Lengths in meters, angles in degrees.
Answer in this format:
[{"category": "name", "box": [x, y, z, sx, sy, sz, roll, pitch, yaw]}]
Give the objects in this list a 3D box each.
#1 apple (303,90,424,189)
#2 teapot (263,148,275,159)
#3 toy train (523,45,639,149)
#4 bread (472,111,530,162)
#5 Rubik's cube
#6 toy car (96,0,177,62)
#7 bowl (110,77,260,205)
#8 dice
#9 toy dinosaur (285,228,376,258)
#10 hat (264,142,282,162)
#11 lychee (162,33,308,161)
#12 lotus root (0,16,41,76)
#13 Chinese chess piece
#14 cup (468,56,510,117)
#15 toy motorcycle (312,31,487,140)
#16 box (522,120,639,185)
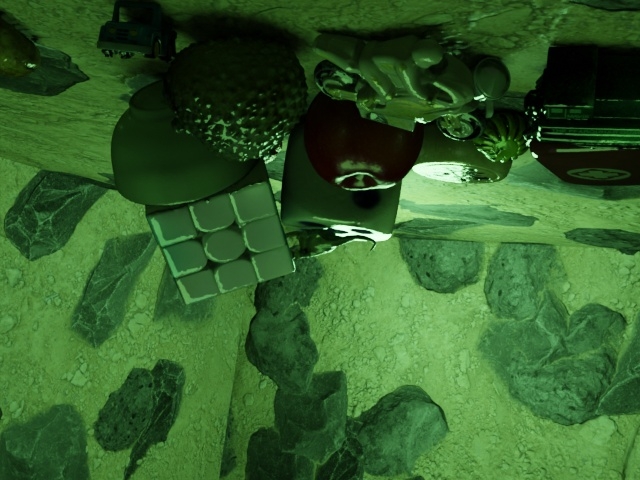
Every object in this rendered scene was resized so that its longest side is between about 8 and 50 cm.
[{"category": "apple", "box": [0.089, -0.226, 1.591, 0.260, 0.216, 0.260, 6, 170, 1]}, {"category": "teapot", "box": [-0.175, -0.291, 1.934, 0.111, 0.149, 0.108, -30, 168, -23]}, {"category": "toy train", "box": [0.520, -0.247, 1.281, 0.330, 0.138, 0.178, 4, 168, 19]}, {"category": "bread", "box": [0.409, -0.228, 1.668, 0.130, 0.071, 0.139, -15, 143, 14]}, {"category": "Rubik's cube", "box": [-0.251, -0.068, 1.820, 0.291, 0.290, 0.292, -16, -142, -4]}, {"category": "toy car", "box": [-0.326, -0.376, 1.340, 0.097, 0.100, 0.191, 7, -167, 4]}, {"category": "bowl", "box": [-0.321, -0.252, 1.677, 0.354, 0.354, 0.185, 5, 129, 22]}, {"category": "dice", "box": [0.057, -0.153, 1.991, 0.304, 0.277, 0.304, 6, 175, 1]}, {"category": "toy dinosaur", "box": [-0.012, 0.002, 1.949, 0.147, 0.076, 0.363, -10, -175, -33]}, {"category": "hat", "box": [-0.194, -0.268, 2.043, 0.112, 0.093, 0.162, 4, 173, 34]}, {"category": "lychee", "box": [-0.162, -0.277, 1.402, 0.274, 0.255, 0.255, -33, 162, 12]}, {"category": "lotus root", "box": [-0.657, -0.399, 1.496, 0.110, 0.097, 0.258, 9, 170, 13]}, {"category": "Chinese chess piece", "box": [0.349, -0.216, 1.849, 0.257, 0.104, 0.257, 8, 174, 1]}, {"category": "cup", "box": [0.299, -0.279, 1.390, 0.074, 0.104, 0.116, -7, -179, -16]}, {"category": "toy motorcycle", "box": [0.146, -0.288, 1.337, 0.340, 0.108, 0.223, 18, 155, 9]}, {"category": "box", "box": [0.612, -0.198, 1.630, 0.263, 0.108, 0.404, 3, 174, 32]}]
